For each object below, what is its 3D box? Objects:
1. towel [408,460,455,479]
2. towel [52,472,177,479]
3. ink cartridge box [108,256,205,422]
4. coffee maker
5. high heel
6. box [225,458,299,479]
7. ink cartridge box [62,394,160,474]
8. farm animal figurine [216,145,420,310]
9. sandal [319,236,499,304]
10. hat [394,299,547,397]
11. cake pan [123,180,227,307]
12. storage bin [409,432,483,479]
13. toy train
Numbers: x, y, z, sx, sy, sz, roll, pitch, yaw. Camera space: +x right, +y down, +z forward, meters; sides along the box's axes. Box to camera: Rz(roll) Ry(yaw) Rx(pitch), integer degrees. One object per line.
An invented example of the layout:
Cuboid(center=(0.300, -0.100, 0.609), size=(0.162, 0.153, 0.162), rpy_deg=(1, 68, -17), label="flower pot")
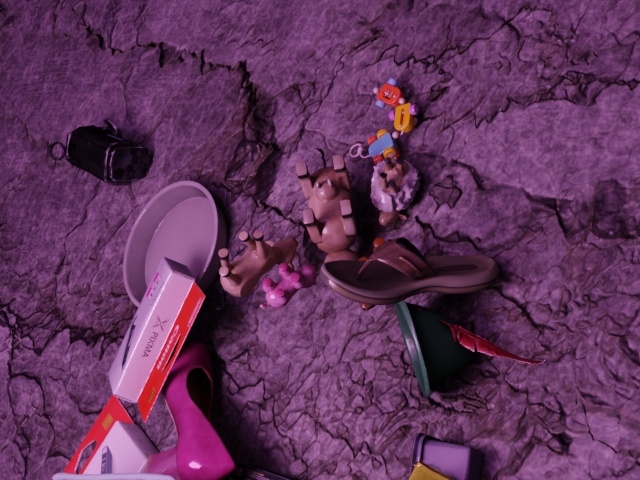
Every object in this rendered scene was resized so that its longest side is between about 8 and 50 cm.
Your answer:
Cuboid(center=(0.144, 0.453, 1.648), size=(0.102, 0.021, 0.237), rpy_deg=(27, 112, 11), label="towel")
Cuboid(center=(-0.286, 0.527, 1.898), size=(0.375, 0.320, 0.090), rpy_deg=(-7, 41, 42), label="towel")
Cuboid(center=(-0.323, 0.188, 2.112), size=(0.275, 0.060, 0.239), rpy_deg=(-64, 18, 4), label="ink cartridge box")
Cuboid(center=(-0.507, -0.191, 2.512), size=(0.171, 0.120, 0.178), rpy_deg=(-30, 34, -29), label="coffee maker")
Cuboid(center=(-0.203, 0.313, 2.014), size=(0.181, 0.127, 0.377), rpy_deg=(-19, 38, 21), label="high heel")
Cuboid(center=(-0.111, 0.476, 1.913), size=(0.180, 0.078, 0.147), rpy_deg=(6, 76, 44), label="box")
Cuboid(center=(-0.469, 0.498, 2.247), size=(0.261, 0.066, 0.296), rpy_deg=(40, 100, 44), label="ink cartridge box")
Cuboid(center=(0.000, 0.000, 1.936), size=(0.331, 0.172, 0.326), rpy_deg=(4, 64, 14), label="farm animal figurine")
Cuboid(center=(0.140, 0.035, 1.732), size=(0.120, 0.303, 0.086), rpy_deg=(-127, 36, -58), label="sandal")
Cuboid(center=(0.234, 0.154, 1.755), size=(0.184, 0.173, 0.208), rpy_deg=(-17, 64, -2), label="hat")
Cuboid(center=(-0.305, 0.017, 2.310), size=(0.293, 0.054, 0.293), rpy_deg=(-19, 61, 37), label="cake pan")
Cuboid(center=(0.193, 0.369, 1.675), size=(0.091, 0.098, 0.135), rpy_deg=(-2, 70, 31), label="storage bin")
Cuboid(center=(0.127, -0.214, 2.019), size=(0.125, 0.046, 0.166), rpy_deg=(24, 86, 47), label="toy train")
